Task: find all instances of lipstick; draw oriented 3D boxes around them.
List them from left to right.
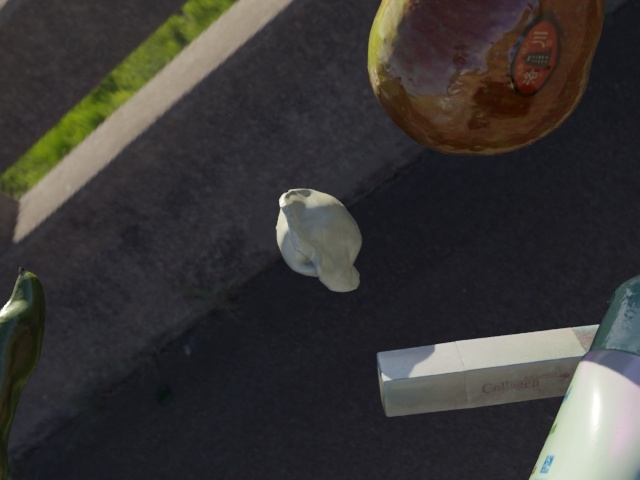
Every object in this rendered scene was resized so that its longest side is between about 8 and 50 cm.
[{"bbox_3d":[0.274,0.196,1.234,0.371,0.076,0.080,-7,29,-2],"label":"lipstick"}]

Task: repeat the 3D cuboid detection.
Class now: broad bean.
[{"bbox_3d":[-0.400,0.190,1.030,0.067,0.075,0.325,145,131,-62],"label":"broad bean"}]

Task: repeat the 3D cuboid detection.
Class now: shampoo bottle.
[{"bbox_3d":[0.307,0.188,0.792,0.151,0.222,0.349,22,72,27],"label":"shampoo bottle"}]

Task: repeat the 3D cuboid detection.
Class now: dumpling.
[{"bbox_3d":[0.000,0.000,1.385,0.132,0.250,0.162,-30,59,11],"label":"dumpling"}]

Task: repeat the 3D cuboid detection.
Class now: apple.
[{"bbox_3d":[0.195,-0.247,0.921,0.309,0.250,0.277,116,176,-46],"label":"apple"}]
